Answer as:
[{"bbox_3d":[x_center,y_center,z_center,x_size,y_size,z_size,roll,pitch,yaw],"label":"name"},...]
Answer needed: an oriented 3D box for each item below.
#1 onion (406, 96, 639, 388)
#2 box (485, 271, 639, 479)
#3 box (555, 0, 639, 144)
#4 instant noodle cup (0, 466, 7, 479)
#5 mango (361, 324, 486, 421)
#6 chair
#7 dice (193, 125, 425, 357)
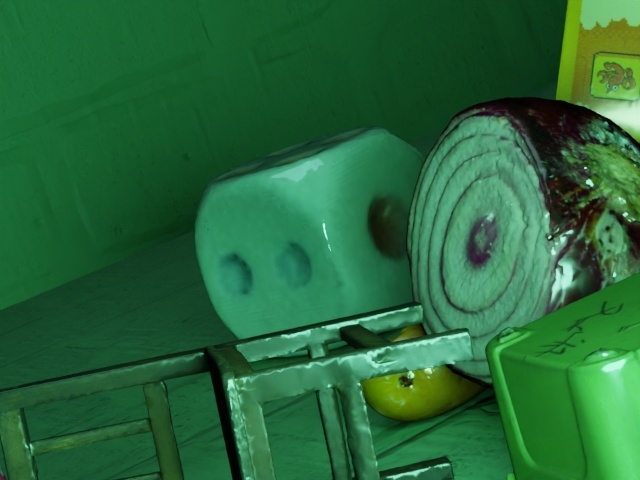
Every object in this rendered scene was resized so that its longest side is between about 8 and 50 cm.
[{"bbox_3d":[0.252,0.021,1.809,0.260,0.337,0.282,10,-50,-32],"label":"onion"},{"bbox_3d":[0.313,0.113,1.459,0.328,0.178,0.252,-21,8,-20],"label":"box"},{"bbox_3d":[0.419,-0.185,2.078,0.259,0.214,0.283,5,-4,12],"label":"box"},{"bbox_3d":[-0.427,0.288,1.852,0.258,0.182,0.302,-19,9,-12],"label":"instant noodle cup"},{"bbox_3d":[0.135,0.137,1.928,0.217,0.102,0.141,-23,-15,-49],"label":"mango"},{"bbox_3d":[-0.075,0.195,1.552,0.416,0.203,0.240,-12,10,-7],"label":"chair"},{"bbox_3d":[0.000,0.000,2.462,0.262,0.265,0.268,-11,12,40],"label":"dice"}]
